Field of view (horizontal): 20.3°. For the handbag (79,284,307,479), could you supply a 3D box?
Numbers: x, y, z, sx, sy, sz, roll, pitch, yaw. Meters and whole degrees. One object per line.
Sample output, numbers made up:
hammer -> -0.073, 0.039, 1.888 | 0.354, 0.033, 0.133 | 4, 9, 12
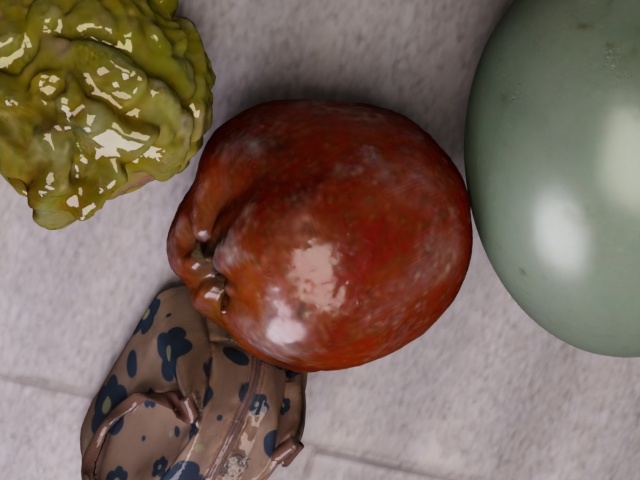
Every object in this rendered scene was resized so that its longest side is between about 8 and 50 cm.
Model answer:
handbag -> -0.123, 0.195, 1.759 | 0.190, 0.193, 0.251 | 22, 114, -21

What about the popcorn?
popcorn -> -0.214, -0.123, 1.578 | 0.259, 0.212, 0.259 | -2, 110, -5

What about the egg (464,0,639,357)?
egg -> 0.268, -0.070, 1.613 | 0.276, 0.276, 0.389 | -11, 122, 0

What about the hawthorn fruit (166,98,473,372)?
hawthorn fruit -> 0.000, 0.000, 1.626 | 0.284, 0.284, 0.284 | -3, 118, -5
